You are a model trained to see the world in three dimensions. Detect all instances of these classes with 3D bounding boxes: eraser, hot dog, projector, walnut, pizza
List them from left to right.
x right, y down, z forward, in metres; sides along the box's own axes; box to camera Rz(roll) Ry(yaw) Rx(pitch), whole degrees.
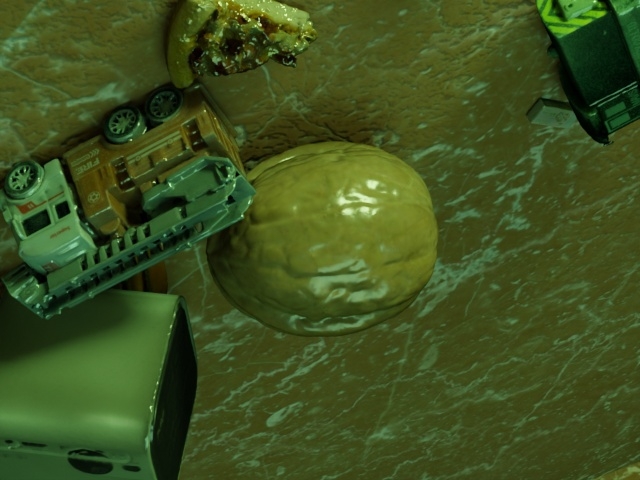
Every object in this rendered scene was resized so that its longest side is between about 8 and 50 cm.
[{"bbox_3d":[-0.317,0.212,1.648,0.249,0.248,0.249,5,143,5],"label":"projector"},{"bbox_3d":[-0.267,0.060,1.704,0.100,0.068,0.250,-13,144,-14],"label":"hot dog"},{"bbox_3d":[-0.087,-0.235,1.412,0.193,0.069,0.154,-6,141,-22],"label":"pizza"},{"bbox_3d":[0.000,0.002,1.619,0.313,0.277,0.252,-10,107,-10],"label":"walnut"},{"bbox_3d":[0.350,-0.189,1.784,0.083,0.019,0.038,4,136,-35],"label":"eraser"}]

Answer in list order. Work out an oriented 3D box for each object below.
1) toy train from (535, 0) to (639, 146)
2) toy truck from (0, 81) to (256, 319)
[{"bbox_3d":[0.403,-0.262,1.620,0.178,0.139,0.330,-27,145,13],"label":"toy train"},{"bbox_3d":[-0.252,-0.038,1.477,0.338,0.184,0.133,-28,145,5],"label":"toy truck"}]
